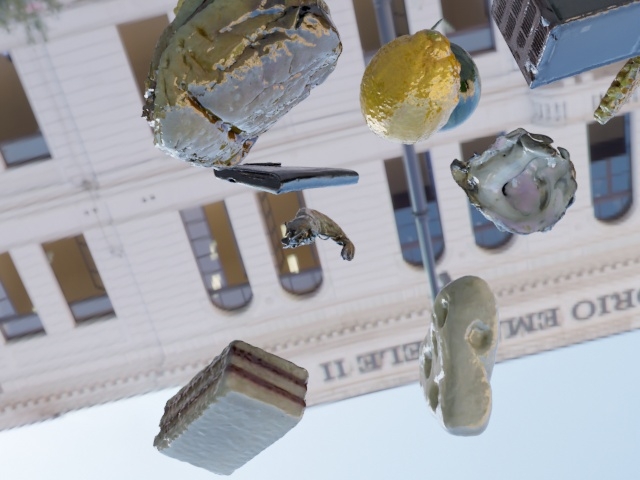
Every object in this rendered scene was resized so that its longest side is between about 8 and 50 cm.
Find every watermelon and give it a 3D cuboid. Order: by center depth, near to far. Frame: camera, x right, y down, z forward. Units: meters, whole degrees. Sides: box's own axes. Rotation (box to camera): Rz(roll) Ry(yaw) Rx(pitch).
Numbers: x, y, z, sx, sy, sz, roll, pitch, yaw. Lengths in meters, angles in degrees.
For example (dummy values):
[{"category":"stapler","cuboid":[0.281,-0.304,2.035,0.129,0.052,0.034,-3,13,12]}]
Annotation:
[{"category":"watermelon","cuboid":[0.234,-0.326,1.728,0.188,0.214,0.188,-8,-135,8]}]

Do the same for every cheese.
[{"category":"cheese","cuboid":[0.305,0.250,1.957,0.130,0.350,0.328,2,180,-8]}]

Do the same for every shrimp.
[{"category":"shrimp","cuboid":[0.000,0.000,1.870,0.169,0.058,0.296,35,-160,2]}]

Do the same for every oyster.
[{"category":"oyster","cuboid":[0.259,-0.083,1.123,0.191,0.163,0.081,27,-138,28]}]

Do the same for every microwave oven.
[{"category":"microwave oven","cuboid":[0.412,-0.385,1.320,0.248,0.178,0.188,-17,-109,-6]}]

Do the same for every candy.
[{"category":"candy","cuboid":[-0.181,0.342,1.679,0.321,0.179,0.135,-42,-152,40]}]

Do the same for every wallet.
[{"category":"wallet","cuboid":[-0.065,-0.131,1.683,0.173,0.045,0.318,11,-170,29]}]

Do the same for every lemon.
[{"category":"lemon","cuboid":[0.129,-0.218,1.207,0.142,0.187,0.142,12,-138,-11]}]

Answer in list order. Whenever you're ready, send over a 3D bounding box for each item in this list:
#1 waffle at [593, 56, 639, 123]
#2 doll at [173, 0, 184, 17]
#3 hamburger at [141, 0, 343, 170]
[{"category":"waffle","cuboid":[0.569,-0.293,1.563,0.038,0.191,0.191,36,-131,15]},{"category":"doll","cuboid":[-0.250,-0.488,1.637,0.086,0.291,0.117,-19,-145,-19]},{"category":"hamburger","cuboid":[-0.066,-0.153,0.750,0.130,0.206,0.183,33,-179,12]}]
